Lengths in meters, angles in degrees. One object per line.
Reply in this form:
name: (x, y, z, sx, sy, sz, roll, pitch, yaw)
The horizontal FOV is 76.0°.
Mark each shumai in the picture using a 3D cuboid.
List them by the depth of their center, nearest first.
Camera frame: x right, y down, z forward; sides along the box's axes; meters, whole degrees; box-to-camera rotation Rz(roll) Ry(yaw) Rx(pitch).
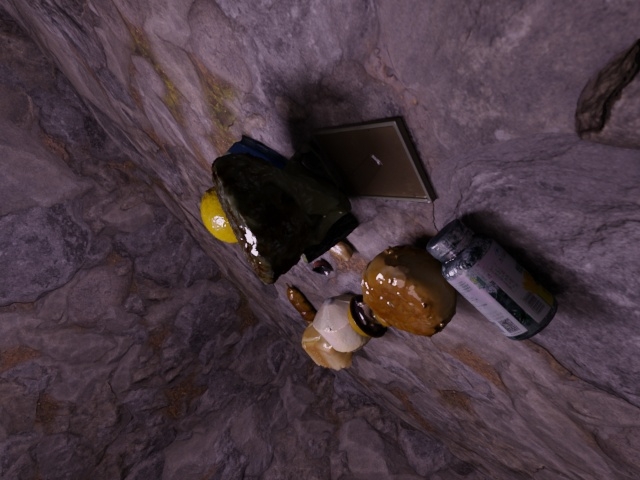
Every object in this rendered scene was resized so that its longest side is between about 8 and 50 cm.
shumai: (-0.089, -0.088, 1.153, 0.395, 0.349, 0.394, 159, 90, -75)

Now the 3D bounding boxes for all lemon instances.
lemon: (-0.385, -0.119, 1.764, 0.267, 0.267, 0.267, 36, 157, 18)

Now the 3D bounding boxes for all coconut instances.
coconut: (0.098, 0.351, 1.806, 0.244, 0.239, 0.239, 51, 157, -22)

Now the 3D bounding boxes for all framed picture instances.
framed picture: (0.125, -0.195, 1.045, 0.315, 0.024, 0.232, 12, 142, 51)

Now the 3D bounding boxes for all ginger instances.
ginger: (0.002, -0.003, 1.544, 0.299, 0.065, 0.118, 24, 155, 34)

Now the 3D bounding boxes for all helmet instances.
helmet: (0.004, 0.111, 1.762, 0.084, 0.049, 0.065, 27, 135, -33)

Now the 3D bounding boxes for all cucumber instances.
cucumber: (0.031, 0.000, 1.301, 0.062, 0.211, 0.078, 37, 155, 20)

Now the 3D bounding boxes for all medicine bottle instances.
medicine bottle: (0.383, 0.084, 0.942, 0.293, 0.141, 0.141, 43, 158, 1)

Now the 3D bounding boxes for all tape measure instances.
tape measure: (-0.211, -0.202, 1.454, 0.259, 0.138, 0.262, 34, 156, 26)

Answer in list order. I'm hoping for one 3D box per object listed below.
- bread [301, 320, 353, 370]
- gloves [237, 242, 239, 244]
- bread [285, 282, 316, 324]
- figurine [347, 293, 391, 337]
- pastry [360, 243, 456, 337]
bread: (0.042, 0.572, 2.332, 0.316, 0.211, 0.270, -13, 117, 51)
gloves: (-0.423, -0.068, 2.048, 0.331, 0.141, 0.154, 41, 157, 8)
bread: (-0.115, 0.375, 2.392, 0.124, 0.084, 0.344, 8, 139, 55)
figurine: (0.204, 0.285, 1.582, 0.192, 0.167, 0.257, 57, 156, 4)
pastry: (0.260, 0.133, 1.183, 0.285, 0.184, 0.315, 34, 154, 15)
